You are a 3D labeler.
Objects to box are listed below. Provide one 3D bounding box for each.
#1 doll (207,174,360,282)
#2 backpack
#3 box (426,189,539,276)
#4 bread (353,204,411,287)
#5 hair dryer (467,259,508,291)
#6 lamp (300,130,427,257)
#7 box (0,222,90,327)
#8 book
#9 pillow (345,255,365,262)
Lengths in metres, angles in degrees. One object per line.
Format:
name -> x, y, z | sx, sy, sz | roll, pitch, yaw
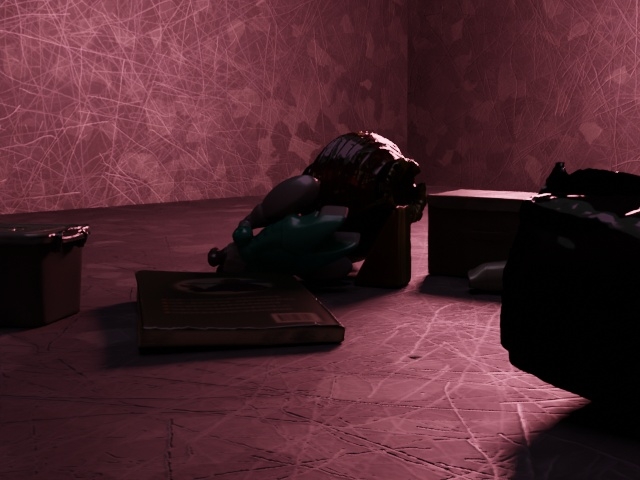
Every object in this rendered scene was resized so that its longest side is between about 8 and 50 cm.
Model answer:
doll -> -0.060, -0.014, 1.528 | 0.258, 0.195, 0.153 | 7, 37, 5
backpack -> 0.413, 0.034, 0.921 | 0.363, 0.255, 0.445 | 14, 12, 40
box -> 0.326, -0.011, 1.631 | 0.231, 0.149, 0.155 | 4, 9, 36
bread -> 0.107, 0.006, 1.543 | 0.084, 0.139, 0.074 | 4, 9, 27
hair dryer -> 0.324, 0.076, 1.371 | 0.206, 0.075, 0.237 | -6, 14, 14
lamp -> 0.082, -0.085, 1.658 | 0.246, 0.247, 0.247 | 0, 7, 0
box -> -0.463, 0.046, 1.306 | 0.243, 0.135, 0.163 | 1, 6, 14
book -> -0.133, 0.094, 1.281 | 0.260, 0.043, 0.371 | 1, 8, -12
pillow -> 0.000, 0.000, 1.848 | 0.184, 0.075, 0.302 | 9, 8, -2
